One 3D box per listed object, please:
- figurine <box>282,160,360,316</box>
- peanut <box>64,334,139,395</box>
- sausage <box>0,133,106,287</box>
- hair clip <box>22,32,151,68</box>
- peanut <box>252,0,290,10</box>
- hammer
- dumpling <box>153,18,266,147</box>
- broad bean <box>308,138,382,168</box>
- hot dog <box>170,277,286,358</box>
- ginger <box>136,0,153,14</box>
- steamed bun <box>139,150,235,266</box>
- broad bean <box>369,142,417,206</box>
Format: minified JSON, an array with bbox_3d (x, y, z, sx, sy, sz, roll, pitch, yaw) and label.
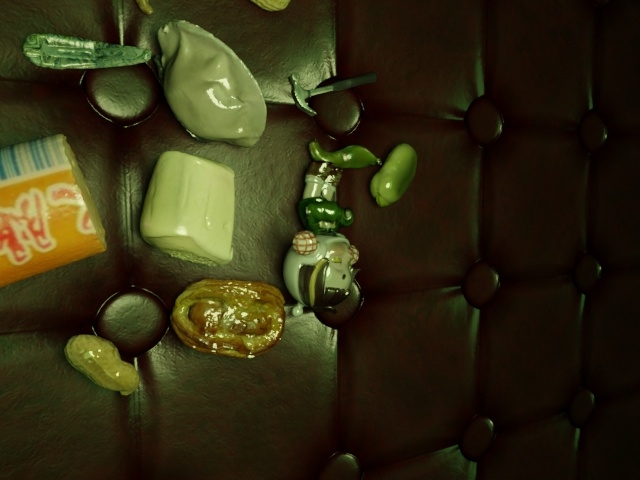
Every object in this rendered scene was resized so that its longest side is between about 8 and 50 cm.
[{"bbox_3d":[0.000,0.000,1.073,0.281,0.167,0.369,16,76,-61],"label":"figurine"},{"bbox_3d":[-0.446,0.256,0.932,0.080,0.080,0.174,-46,114,-15],"label":"peanut"},{"bbox_3d":[-0.548,-0.039,0.774,0.287,0.233,0.233,-23,103,-23],"label":"sausage"},{"bbox_3d":[-0.459,-0.373,0.895,0.229,0.036,0.065,-5,91,-18],"label":"hair clip"},{"bbox_3d":[-0.152,-0.587,0.994,0.194,0.083,0.093,25,83,-24],"label":"peanut"},{"bbox_3d":[0.043,-0.384,1.133,0.247,0.029,0.103,-20,102,-24],"label":"hammer"},{"bbox_3d":[-0.232,-0.302,0.916,0.163,0.204,0.292,-37,117,-6],"label":"dumpling"},{"bbox_3d":[0.066,-0.212,1.142,0.214,0.048,0.070,4,98,-29],"label":"broad bean"},{"bbox_3d":[-0.199,0.174,1.015,0.259,0.114,0.175,8,90,-26],"label":"hot dog"},{"bbox_3d":[-0.370,-0.519,0.929,0.048,0.030,0.097,-30,105,9],"label":"ginger"},{"bbox_3d":[-0.280,-0.074,0.950,0.200,0.171,0.225,32,61,-55],"label":"steamed bun"},{"bbox_3d":[0.198,-0.166,1.179,0.174,0.082,0.124,-50,145,-14],"label":"broad bean"}]
